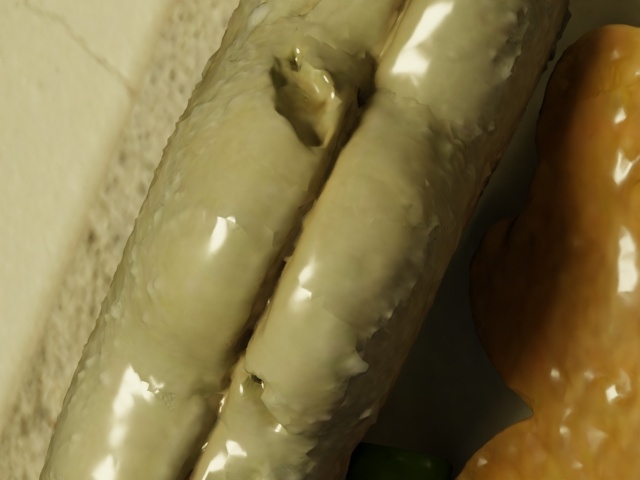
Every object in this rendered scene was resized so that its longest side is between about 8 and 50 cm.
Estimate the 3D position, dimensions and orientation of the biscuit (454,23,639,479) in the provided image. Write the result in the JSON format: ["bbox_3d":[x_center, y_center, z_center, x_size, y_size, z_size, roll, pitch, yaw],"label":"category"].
[{"bbox_3d":[0.117,0.075,0.617,0.202,0.044,0.289,-6,83,46],"label":"biscuit"}]

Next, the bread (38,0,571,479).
[{"bbox_3d":[-0.023,0.027,0.650,0.102,0.183,0.337,26,112,2],"label":"bread"}]

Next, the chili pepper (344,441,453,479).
[{"bbox_3d":[0.017,0.171,0.707,0.050,0.052,0.202,13,98,31],"label":"chili pepper"}]
